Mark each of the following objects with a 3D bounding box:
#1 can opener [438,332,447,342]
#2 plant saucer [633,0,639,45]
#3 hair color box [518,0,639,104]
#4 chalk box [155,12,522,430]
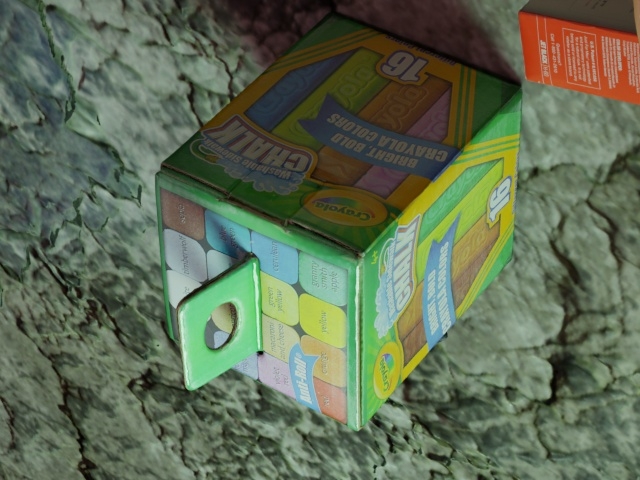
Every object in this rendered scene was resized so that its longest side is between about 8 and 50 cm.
[{"bbox_3d":[0.003,0.022,1.237,0.186,0.073,0.059,9,92,33],"label":"can opener"},{"bbox_3d":[0.233,-0.107,0.840,0.200,0.037,0.200,3,103,13],"label":"plant saucer"},{"bbox_3d":[0.173,-0.096,0.943,0.141,0.072,0.043,16,134,32],"label":"hair color box"},{"bbox_3d":[0.000,0.000,1.075,0.132,0.213,0.132,24,139,24],"label":"chalk box"}]
